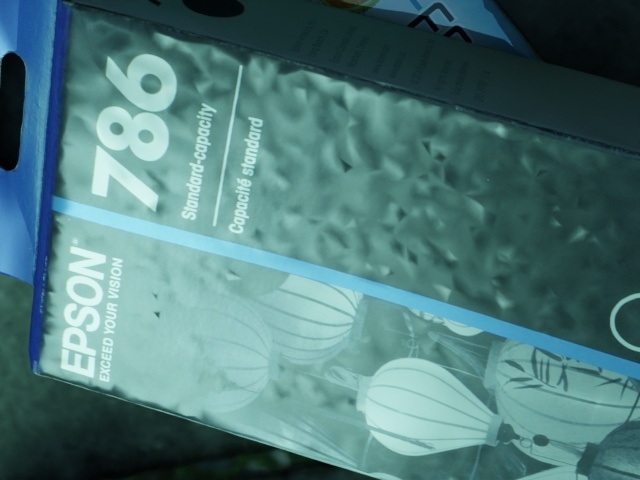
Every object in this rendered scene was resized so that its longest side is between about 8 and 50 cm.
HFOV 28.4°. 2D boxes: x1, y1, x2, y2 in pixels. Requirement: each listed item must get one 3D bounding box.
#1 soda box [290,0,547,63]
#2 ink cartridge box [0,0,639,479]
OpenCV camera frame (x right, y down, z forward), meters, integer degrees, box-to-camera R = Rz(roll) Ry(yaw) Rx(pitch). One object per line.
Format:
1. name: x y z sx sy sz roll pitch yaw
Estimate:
1. soda box: 0.054 -0.064 0.499 0.063 0.058 0.183 -38 104 12
2. ink cartridge box: 0.000 0.000 0.471 0.333 0.065 0.165 16 122 7
